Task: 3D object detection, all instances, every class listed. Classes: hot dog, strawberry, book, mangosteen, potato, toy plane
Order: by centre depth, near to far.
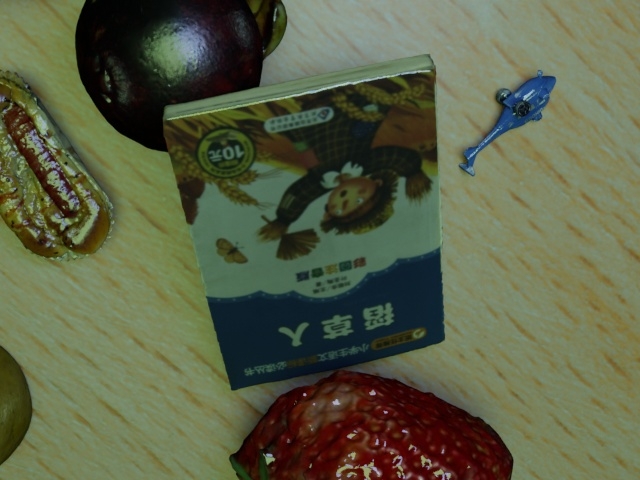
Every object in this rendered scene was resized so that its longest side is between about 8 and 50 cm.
[{"bbox_3d":[-0.151,-0.224,1.000,0.265,0.228,0.228,-28,105,-34],"label":"mangosteen"},{"bbox_3d":[0.000,0.000,1.034,0.300,0.039,0.428,-13,129,-5],"label":"book"},{"bbox_3d":[-0.356,-0.088,1.068,0.131,0.069,0.253,-27,101,1],"label":"hot dog"},{"bbox_3d":[0.066,0.289,1.073,0.310,0.292,0.292,-38,102,-1],"label":"strawberry"},{"bbox_3d":[-0.468,0.226,1.080,0.178,0.158,0.203,8,96,-8],"label":"potato"},{"bbox_3d":[0.246,-0.154,1.122,0.167,0.054,0.062,-43,127,3],"label":"toy plane"}]
